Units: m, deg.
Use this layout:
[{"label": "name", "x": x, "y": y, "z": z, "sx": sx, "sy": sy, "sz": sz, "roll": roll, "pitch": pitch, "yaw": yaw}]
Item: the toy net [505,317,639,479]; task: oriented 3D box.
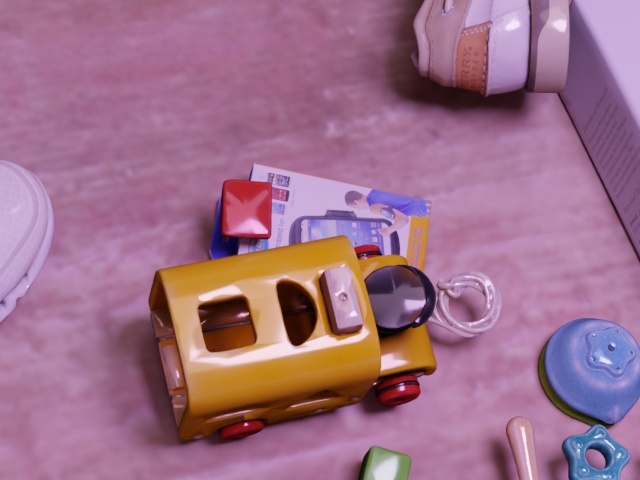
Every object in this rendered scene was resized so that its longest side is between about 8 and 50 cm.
[{"label": "toy net", "x": 0.157, "y": 0.150, "z": 1.031, "sx": 0.122, "sy": 0.045, "sz": 0.232, "roll": 33, "pitch": 61, "yaw": 5}]

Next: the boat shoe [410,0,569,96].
[{"label": "boat shoe", "x": 0.109, "y": -0.229, "z": 1.190, "sx": 0.103, "sy": 0.113, "sz": 0.302, "roll": -2, "pitch": 50, "yaw": 2}]

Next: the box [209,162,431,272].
[{"label": "box", "x": 0.000, "y": 0.000, "z": 1.089, "sx": 0.136, "sy": 0.028, "sz": 0.081, "roll": 12, "pitch": 60, "yaw": -8}]

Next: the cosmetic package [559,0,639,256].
[{"label": "cosmetic package", "x": 0.254, "y": -0.064, "z": 1.148, "sx": 0.117, "sy": 0.085, "sz": 0.231, "roll": -12, "pitch": 62, "yaw": -18}]

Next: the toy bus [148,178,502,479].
[{"label": "toy bus", "x": -0.001, "y": 0.049, "z": 0.995, "sx": 0.191, "sy": 0.104, "sz": 0.202, "roll": 31, "pitch": 69, "yaw": 2}]

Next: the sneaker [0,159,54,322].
[{"label": "sneaker", "x": -0.278, "y": 0.026, "z": 0.963, "sx": 0.292, "sy": 0.118, "sz": 0.110, "roll": -29, "pitch": 69, "yaw": -26}]
